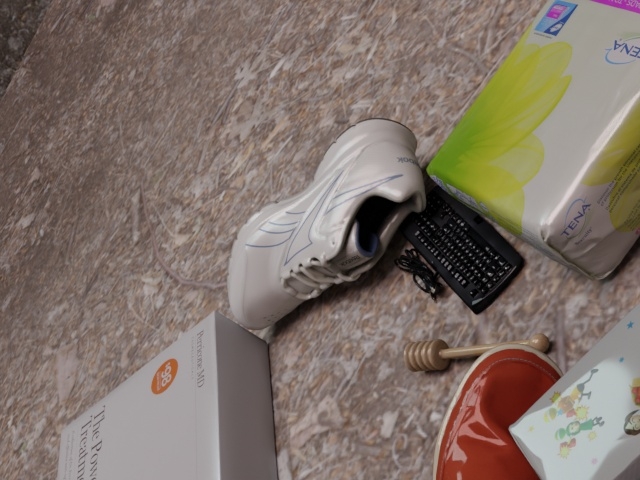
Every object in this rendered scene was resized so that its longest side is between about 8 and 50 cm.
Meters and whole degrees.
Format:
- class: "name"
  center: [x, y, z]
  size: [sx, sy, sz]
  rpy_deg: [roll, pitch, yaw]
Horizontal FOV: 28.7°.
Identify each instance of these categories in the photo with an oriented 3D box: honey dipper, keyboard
- class: "honey dipper"
  center: [0.145, 0.103, 1.167]
  size: [0.160, 0.030, 0.031]
  rpy_deg: [-12, 52, 46]
- class: "keyboard"
  center: [0.125, 0.009, 1.272]
  size: [0.100, 0.038, 0.192]
  rpy_deg: [-51, 31, 8]

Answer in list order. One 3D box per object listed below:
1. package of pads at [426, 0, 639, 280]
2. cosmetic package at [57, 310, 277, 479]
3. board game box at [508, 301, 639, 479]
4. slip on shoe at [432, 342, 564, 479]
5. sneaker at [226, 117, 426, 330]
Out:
- class: "package of pads"
  center: [0.259, -0.129, 1.156]
  size: [0.297, 0.101, 0.229]
  rpy_deg: [-55, 30, 3]
- class: "cosmetic package"
  center: [-0.174, 0.301, 1.357]
  size: [0.284, 0.097, 0.377]
  rpy_deg: [-36, 37, 24]
- class: "board game box"
  center: [0.305, 0.085, 0.784]
  size: [0.303, 0.224, 0.097]
  rpy_deg: [-48, 34, 12]
- class: "slip on shoe"
  center: [0.138, 0.235, 0.953]
  size: [0.101, 0.123, 0.331]
  rpy_deg: [104, 180, -69]
- class: "sneaker"
  center: [0.000, 0.000, 1.371]
  size: [0.297, 0.111, 0.129]
  rpy_deg: [-48, 35, 24]
